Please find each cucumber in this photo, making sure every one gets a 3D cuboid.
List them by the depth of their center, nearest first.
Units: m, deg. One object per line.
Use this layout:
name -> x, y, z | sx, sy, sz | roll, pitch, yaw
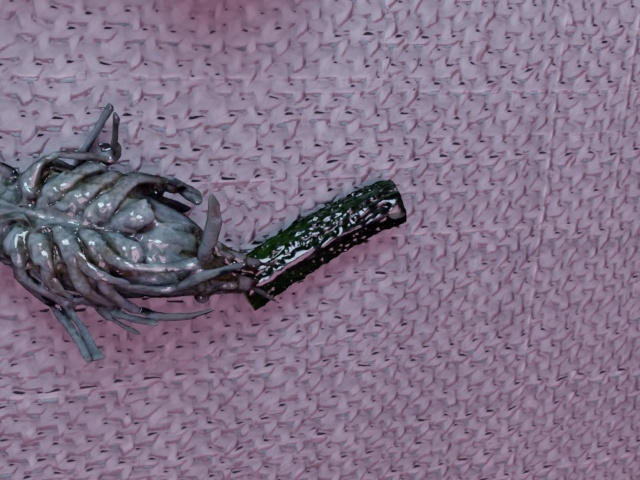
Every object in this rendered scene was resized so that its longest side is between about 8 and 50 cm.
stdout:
cucumber -> 0.000, 0.000, 0.844 | 0.187, 0.058, 0.058 | -31, 115, -10

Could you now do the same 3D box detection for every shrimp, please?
shrimp -> -0.219, -0.017, 0.710 | 0.410, 0.166, 0.221 | 13, 79, -9
